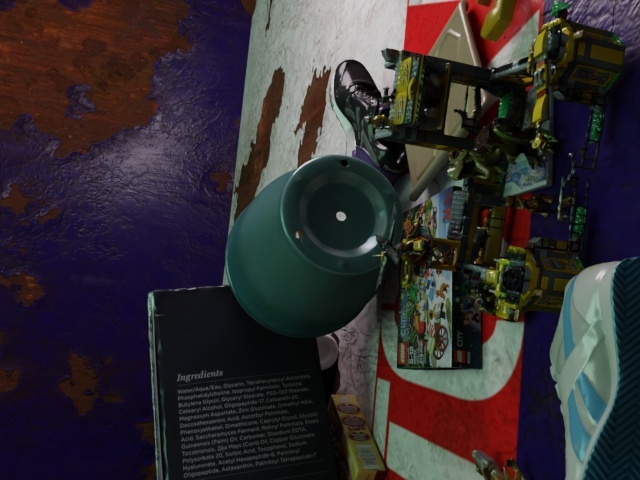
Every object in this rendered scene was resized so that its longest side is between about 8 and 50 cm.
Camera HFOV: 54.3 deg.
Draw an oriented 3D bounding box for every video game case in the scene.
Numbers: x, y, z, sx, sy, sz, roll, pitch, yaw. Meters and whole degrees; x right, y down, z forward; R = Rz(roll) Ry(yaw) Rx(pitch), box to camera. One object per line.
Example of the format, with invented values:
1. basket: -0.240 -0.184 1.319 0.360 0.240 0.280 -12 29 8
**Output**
1. video game case: 0.239 -0.115 0.726 0.087 0.011 0.122 159 116 -70

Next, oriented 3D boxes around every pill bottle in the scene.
1. pill bottle: -0.018 0.215 1.307 0.137 0.078 0.078 -155 73 -72

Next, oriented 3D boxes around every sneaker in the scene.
1. sneaker: 0.099 -0.222 1.100 0.124 0.107 0.283 -47 48 54
2. sneaker: 0.240 0.132 0.520 0.092 0.087 0.229 141 141 -76

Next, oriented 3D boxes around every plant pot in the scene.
1. plant pot: 0.000 0.000 0.979 0.255 0.271 0.272 131 142 -68

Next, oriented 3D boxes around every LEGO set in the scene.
1. LEGO set: 0.149 -0.080 0.655 0.255 0.192 0.331 -140 58 -70

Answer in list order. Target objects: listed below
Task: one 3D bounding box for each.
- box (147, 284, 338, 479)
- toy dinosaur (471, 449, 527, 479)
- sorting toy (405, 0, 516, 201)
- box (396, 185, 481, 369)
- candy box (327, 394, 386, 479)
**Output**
1. box: -0.171 0.376 1.199 0.480 0.297 0.472 120 142 -64
2. toy dinosaur: 0.204 0.290 0.621 0.211 0.064 0.112 -92 -1 -56
3. sorting toy: 0.195 -0.225 0.880 0.307 0.041 0.229 122 155 -53
4. box: 0.159 0.059 0.857 0.159 0.044 0.233 147 128 -68
5. candy box: 0.049 0.365 1.072 0.187 0.053 0.109 -119 39 -60
